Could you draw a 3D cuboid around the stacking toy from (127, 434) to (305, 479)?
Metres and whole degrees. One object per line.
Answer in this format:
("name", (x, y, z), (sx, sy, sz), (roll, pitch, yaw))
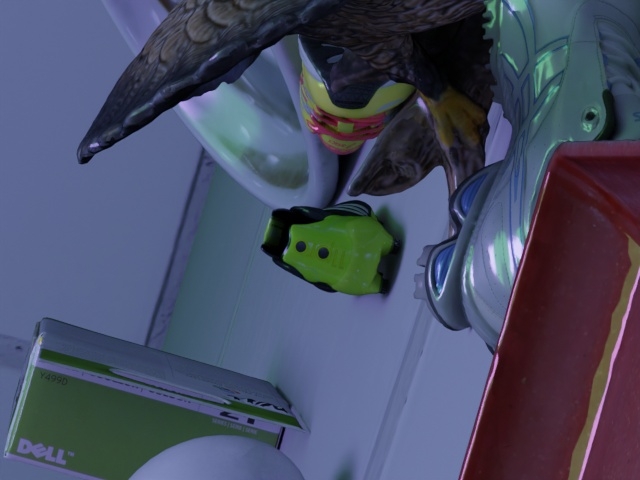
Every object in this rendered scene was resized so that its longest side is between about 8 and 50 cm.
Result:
("stacking toy", (-0.150, 0.306, 1.159), (0.480, 0.350, 0.350), (-51, 15, 20))

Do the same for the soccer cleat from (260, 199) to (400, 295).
("soccer cleat", (0.000, 0.000, 1.203), (0.179, 0.072, 0.060), (-160, 86, -83))

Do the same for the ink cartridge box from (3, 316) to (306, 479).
("ink cartridge box", (-0.123, 0.133, 1.403), (0.255, 0.189, 0.097), (-155, 81, -83))

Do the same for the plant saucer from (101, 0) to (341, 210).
("plant saucer", (-0.079, -0.208, 1.529), (0.100, 0.400, 0.400), (-33, -3, -14))

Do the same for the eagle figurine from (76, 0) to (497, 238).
("eagle figurine", (0.012, -0.122, 0.792), (0.225, 0.298, 0.226), (-33, 63, 18))

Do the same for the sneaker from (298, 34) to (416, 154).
("sneaker", (0.023, -0.095, 1.263), (0.208, 0.081, 0.094), (-75, -5, -75))

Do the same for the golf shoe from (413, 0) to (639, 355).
("golf shoe", (0.095, -0.045, 0.676), (0.086, 0.069, 0.176), (-4, 70, 58))

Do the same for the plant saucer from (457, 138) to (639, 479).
("plant saucer", (0.073, 0.104, 0.502), (0.259, 0.047, 0.258), (-160, 86, -84))
